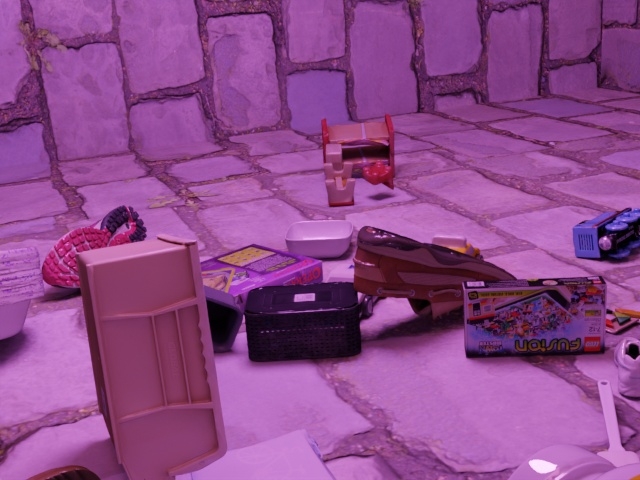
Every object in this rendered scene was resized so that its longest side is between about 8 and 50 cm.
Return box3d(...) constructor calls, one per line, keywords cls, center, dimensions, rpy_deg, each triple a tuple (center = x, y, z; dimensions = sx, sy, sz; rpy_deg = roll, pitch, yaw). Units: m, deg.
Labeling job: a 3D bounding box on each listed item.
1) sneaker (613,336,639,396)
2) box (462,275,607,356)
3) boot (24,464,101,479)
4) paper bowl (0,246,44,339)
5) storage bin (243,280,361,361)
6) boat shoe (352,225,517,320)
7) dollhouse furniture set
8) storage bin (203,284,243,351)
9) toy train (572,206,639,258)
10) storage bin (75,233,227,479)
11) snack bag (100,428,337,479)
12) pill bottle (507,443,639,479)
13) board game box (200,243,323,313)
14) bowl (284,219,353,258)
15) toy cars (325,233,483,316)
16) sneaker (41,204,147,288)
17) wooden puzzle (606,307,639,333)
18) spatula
box3d(cls="sneaker", center=(0.441, 0.162, 1.236), dimensions=(0.054, 0.061, 0.152), rpy_deg=(-1, 16, 16))
box3d(cls="box", center=(0.320, 0.115, 1.325), dimensions=(0.207, 0.114, 0.036), rpy_deg=(-3, 18, 6))
box3d(cls="boot", center=(-0.392, 0.286, 0.930), dimensions=(0.270, 0.089, 0.236), rpy_deg=(7, 29, 45))
box3d(cls="paper bowl", center=(-0.608, 0.101, 1.472), dimensions=(0.284, 0.148, 0.284), rpy_deg=(-7, 2, 0))
box3d(cls="storage bin", center=(-0.027, 0.128, 1.417), dimensions=(0.180, 0.084, 0.122), rpy_deg=(-4, 17, 2))
box3d(cls="boat shoe", center=(0.184, 0.067, 1.472), dimensions=(0.324, 0.119, 0.122), rpy_deg=(15, 4, -29))
box3d(cls="dollhouse furniture set", center=(0.108, -0.192, 2.379), dimensions=(0.201, 0.152, 0.374), rpy_deg=(-4, 34, 0))
box3d(cls="storage bin", center=(-0.200, 0.118, 1.441), dimensions=(0.135, 0.098, 0.091), rpy_deg=(20, 15, -11))
box3d(cls="toy train", center=(0.580, -0.017, 1.752), dimensions=(0.105, 0.080, 0.184), rpy_deg=(3, 18, 42))
box3d(cls="storage bin", center=(-0.212, 0.132, 1.072), dimensions=(0.123, 0.260, 0.262), rpy_deg=(-10, 5, -18))
box3d(cls="snack bag", center=(-0.116, 0.309, 0.936), dimensions=(0.343, 0.037, 0.323), rpy_deg=(-10, 18, -18))
box3d(cls="pill bottle", center=(0.285, 0.286, 0.660), dimensions=(0.188, 0.187, 0.334), rpy_deg=(-13, 19, -27))
box3d(cls="board game box", center=(-0.188, 0.087, 1.655), dimensions=(0.347, 0.056, 0.208), rpy_deg=(-20, 19, -41))
box3d(cls="bowl", center=(0.000, 0.000, 1.873), dimensions=(0.142, 0.053, 0.142), rpy_deg=(-3, 17, 7))
box3d(cls="toy cars", center=(0.149, 0.052, 1.612), dimensions=(0.394, 0.087, 0.176), rpy_deg=(-13, 19, -25))
box3d(cls="sneaker", center=(-0.474, 0.030, 1.828), dimensions=(0.112, 0.120, 0.299), rpy_deg=(-29, 7, 27))
box3d(cls="wooden puzzle", center=(0.464, 0.127, 1.420), dimensions=(0.079, 0.014, 0.116), rpy_deg=(12, 24, 43))
box3d(cls="spatula", center=(0.415, 0.234, 1.056), dimensions=(0.168, 0.019, 0.242), rpy_deg=(-6, 22, 15))
